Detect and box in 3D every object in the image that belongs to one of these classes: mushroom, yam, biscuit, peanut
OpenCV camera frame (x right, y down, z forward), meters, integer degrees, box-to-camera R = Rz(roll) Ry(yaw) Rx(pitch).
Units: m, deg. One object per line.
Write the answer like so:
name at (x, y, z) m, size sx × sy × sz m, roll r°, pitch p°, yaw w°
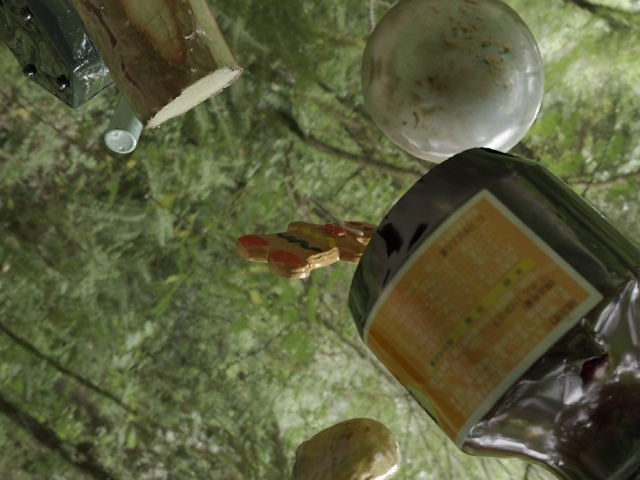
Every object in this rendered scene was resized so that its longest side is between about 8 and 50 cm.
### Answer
mushroom at (0.171, -0.214, 1.107) m, size 0.243 × 0.243 × 0.243 m, roll -49°, pitch 180°, yaw 0°
yam at (-0.181, -0.242, 0.822) m, size 0.128 × 0.238 × 0.129 m, roll -29°, pitch -171°, yaw -12°
biscuit at (0.000, -0.001, 1.225) m, size 0.250 × 0.165 × 0.036 m, roll -13°, pitch 115°, yaw -40°
peanut at (0.039, 0.311, 1.138) m, size 0.159 × 0.109 × 0.140 m, roll -22°, pitch -156°, yaw 36°

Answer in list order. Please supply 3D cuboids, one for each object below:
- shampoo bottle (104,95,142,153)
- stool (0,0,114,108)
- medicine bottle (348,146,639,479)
shampoo bottle at (-0.335, -0.235, 1.450) m, size 0.056 × 0.056 × 0.195 m, roll -49°, pitch -155°, yaw 39°
stool at (-0.377, -0.318, 1.180) m, size 0.141 × 0.232 × 0.232 m, roll -41°, pitch 177°, yaw -23°
medicine bottle at (0.221, 0.119, 0.688) m, size 0.242 × 0.395 × 0.242 m, roll -32°, pitch 151°, yaw -21°
